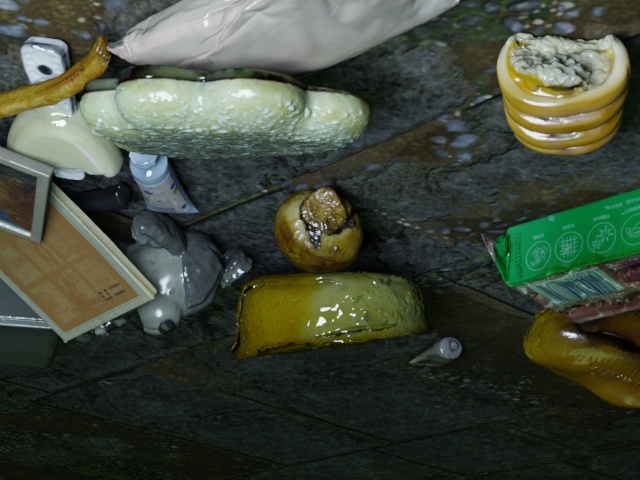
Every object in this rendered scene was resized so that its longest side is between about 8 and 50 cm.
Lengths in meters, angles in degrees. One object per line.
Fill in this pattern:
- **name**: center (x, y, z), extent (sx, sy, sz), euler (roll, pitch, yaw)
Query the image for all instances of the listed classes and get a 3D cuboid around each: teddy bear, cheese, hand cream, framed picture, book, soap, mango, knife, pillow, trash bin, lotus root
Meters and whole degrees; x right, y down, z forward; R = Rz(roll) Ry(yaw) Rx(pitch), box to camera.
- **teddy bear**: center (-0.229, 0.045, 1.564), extent (0.251, 0.144, 0.171), euler (-12, 139, 22)
- **cheese**: center (-0.271, -0.127, 1.275), extent (0.127, 0.049, 0.235), euler (9, 148, 3)
- **hand cream**: center (-0.184, -0.066, 1.423), extent (0.065, 0.043, 0.170), euler (5, 162, 6)
- **framed picture**: center (-0.413, -0.080, 1.351), extent (0.250, 0.016, 0.184), euler (22, 152, -6)
- **book**: center (-0.327, 0.009, 1.473), extent (0.170, 0.018, 0.241), euler (-25, 116, 35)
- **soap**: center (0.366, 0.017, 1.499), extent (0.273, 0.098, 0.218), euler (-19, 149, 40)
- **mango**: center (0.406, 0.155, 1.763), extent (0.249, 0.156, 0.151), euler (9, -168, -15)
- **knife**: center (-0.333, -0.049, 1.503), extent (0.231, 0.028, 0.060), euler (-7, 143, 26)
- **pillow**: center (-0.036, -0.191, 1.087), extent (0.270, 0.067, 0.173), euler (-19, 155, 40)
- **trash bin**: center (-0.430, 0.091, 1.713), extent (0.164, 0.122, 0.240), euler (5, 158, -10)
- **hand cream**: center (0.188, 0.184, 2.000), extent (0.057, 0.037, 0.165), euler (6, 164, -10)
- **lotus root**: center (0.000, 0.000, 1.504), extent (0.108, 0.094, 0.190), euler (33, 166, 11)

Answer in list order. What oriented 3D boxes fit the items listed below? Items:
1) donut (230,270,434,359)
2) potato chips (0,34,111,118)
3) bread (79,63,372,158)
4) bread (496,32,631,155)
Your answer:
- **donut**: center (0.013, 0.092, 1.647), extent (0.272, 0.107, 0.272), euler (-6, 176, 0)
- **potato chips**: center (-0.274, -0.144, 1.196), extent (0.204, 0.026, 0.037), euler (-17, 129, 31)
- **bread**: center (-0.107, -0.113, 1.150), extent (0.287, 0.056, 0.207), euler (-2, 172, 36)
- **bread**: center (0.231, -0.135, 1.179), extent (0.119, 0.084, 0.177), euler (-3, 160, 12)
